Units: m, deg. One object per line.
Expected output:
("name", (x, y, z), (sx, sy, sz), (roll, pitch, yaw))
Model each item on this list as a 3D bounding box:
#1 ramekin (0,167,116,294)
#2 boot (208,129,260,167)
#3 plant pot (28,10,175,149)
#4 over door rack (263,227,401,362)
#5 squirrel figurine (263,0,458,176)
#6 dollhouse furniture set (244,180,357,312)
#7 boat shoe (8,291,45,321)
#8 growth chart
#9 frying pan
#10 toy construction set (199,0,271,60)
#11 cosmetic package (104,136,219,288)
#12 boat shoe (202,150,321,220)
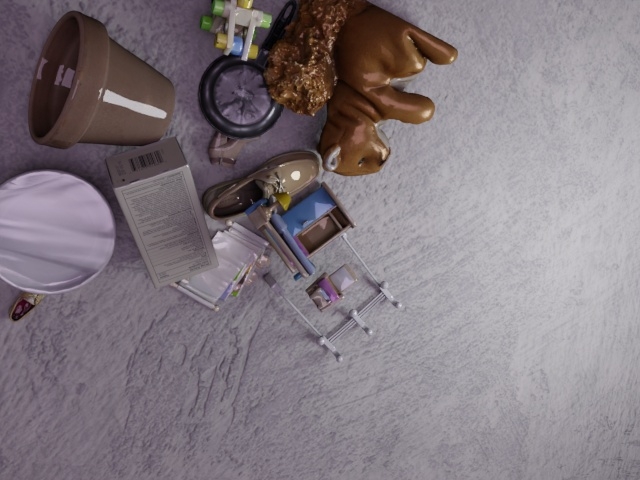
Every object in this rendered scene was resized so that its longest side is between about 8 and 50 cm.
("ramekin", (-0.579, -0.030, 1.385), (0.272, 0.127, 0.273), (-6, 110, -18))
("boot", (-0.202, -0.212, 1.507), (0.118, 0.042, 0.087), (4, 111, -18))
("plant pot", (-0.426, -0.289, 1.302), (0.229, 0.263, 0.263), (15, 103, -40))
("over door rack", (0.044, 0.143, 1.678), (0.239, 0.108, 0.324), (-41, 116, -3))
("squirrel figurine", (0.057, -0.344, 1.458), (0.396, 0.281, 0.371), (21, 111, -18))
("dollhouse furniture set", (0.000, 0.000, 1.460), (0.198, 0.303, 0.286), (-37, 88, -2))
("boat shoe", (-0.651, 0.130, 1.459), (0.050, 0.045, 0.135), (36, 93, -26))
("growth chart", (-0.235, 0.067, 1.599), (0.172, 0.021, 0.237), (41, 91, -27))
("frying pan", (-0.125, -0.366, 1.453), (0.326, 0.053, 0.197), (-39, 100, 0))
("toy construction set", (-0.149, -0.537, 1.314), (0.151, 0.215, 0.328), (22, 99, -25))
("cosmetic package", (-0.337, -0.053, 1.407), (0.160, 0.113, 0.310), (-19, 138, -13))
("boat shoe", (-0.129, -0.123, 1.528), (0.302, 0.098, 0.109), (-22, 114, -11))
